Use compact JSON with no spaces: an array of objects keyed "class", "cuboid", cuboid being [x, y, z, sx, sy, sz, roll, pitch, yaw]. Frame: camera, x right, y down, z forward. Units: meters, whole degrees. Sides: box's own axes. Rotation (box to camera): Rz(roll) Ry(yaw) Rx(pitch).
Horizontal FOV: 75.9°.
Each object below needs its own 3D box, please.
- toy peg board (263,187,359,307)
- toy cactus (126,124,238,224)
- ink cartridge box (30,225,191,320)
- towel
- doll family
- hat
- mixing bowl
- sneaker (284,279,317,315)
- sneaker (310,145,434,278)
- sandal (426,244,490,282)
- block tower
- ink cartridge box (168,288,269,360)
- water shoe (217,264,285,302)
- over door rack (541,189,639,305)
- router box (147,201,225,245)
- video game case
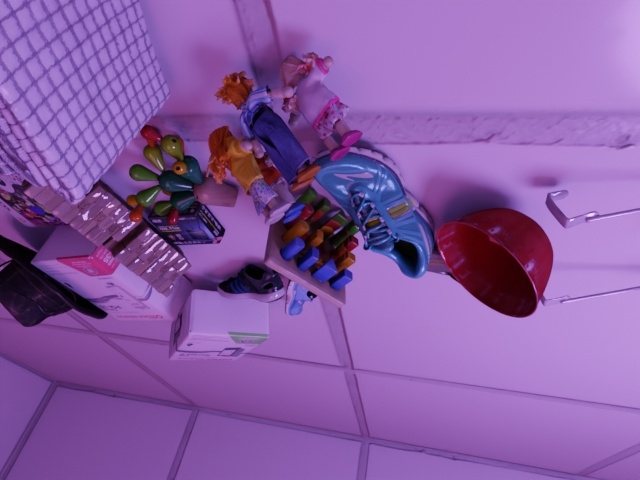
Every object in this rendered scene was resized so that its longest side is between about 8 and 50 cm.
[{"class":"toy peg board","cuboid":[0.000,0.000,0.691,0.161,0.160,0.079,33,125,-25]},{"class":"toy cactus","cuboid":[-0.232,-0.091,0.697,0.180,0.112,0.219,14,137,-17]},{"class":"ink cartridge box","cuboid":[-0.487,0.082,0.990,0.207,0.117,0.283,-5,140,25]},{"class":"towel","cuboid":[-0.287,-0.216,0.415,0.121,0.235,0.283,11,144,10]},{"class":"doll family","cuboid":[-0.076,-0.127,0.538,0.163,0.118,0.263,54,141,8]},{"class":"hat","cuboid":[-0.695,0.134,1.005,0.331,0.134,0.331,35,161,14]},{"class":"mixing bowl","cuboid":[0.280,0.017,0.630,0.181,0.098,0.181,48,166,16]},{"class":"sneaker","cuboid":[-0.043,0.133,0.961,0.073,0.063,0.162,10,145,0]},{"class":"sneaker","cuboid":[0.093,-0.040,0.634,0.107,0.110,0.275,-23,130,41]},{"class":"sandal","cuboid":[0.265,0.050,0.739,0.219,0.060,0.090,5,145,4]},{"class":"block tower","cuboid":[-0.397,-0.024,0.809,0.091,0.097,0.335,36,165,46]},{"class":"ink cartridge box","cuboid":[-0.277,0.237,1.096,0.198,0.114,0.273,10,149,-26]},{"class":"water shoe","cuboid":[-0.164,0.091,0.954,0.203,0.073,0.080,-1,106,35]},{"class":"over door rack","cuboid":[0.497,0.033,0.589,0.324,0.108,0.239,-3,141,18]},{"class":"router box","cuboid":[-0.268,-0.033,0.827,0.122,0.038,0.092,-3,141,22]},{"class":"video game case","cuboid":[-0.583,-0.109,0.825,0.232,0.042,0.210,-1,142,19]}]
